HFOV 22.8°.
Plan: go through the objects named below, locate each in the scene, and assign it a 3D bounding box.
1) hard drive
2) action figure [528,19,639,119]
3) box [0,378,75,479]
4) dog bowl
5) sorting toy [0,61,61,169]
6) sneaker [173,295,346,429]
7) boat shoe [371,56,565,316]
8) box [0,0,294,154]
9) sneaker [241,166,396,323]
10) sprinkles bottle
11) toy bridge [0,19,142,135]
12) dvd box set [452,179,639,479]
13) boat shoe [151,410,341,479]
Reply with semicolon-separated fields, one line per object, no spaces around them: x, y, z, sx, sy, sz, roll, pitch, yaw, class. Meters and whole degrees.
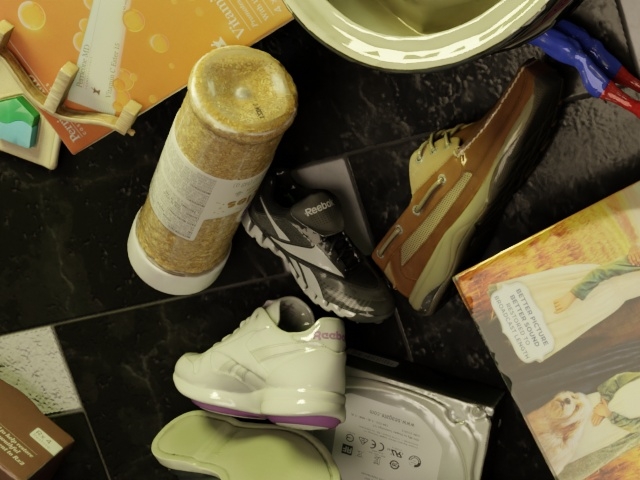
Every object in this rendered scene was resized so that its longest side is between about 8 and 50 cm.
0.083;0.310;1.942;0.237;0.064;0.339;16;115;18;hard drive
0.252;-0.248;1.656;0.280;0.091;0.139;28;123;11;action figure
-0.510;0.362;2.151;0.191;0.143;0.381;38;118;7;box
0.133;-0.365;1.574;0.408;0.150;0.408;0;91;33;dog bowl
-0.406;-0.204;1.986;0.208;0.038;0.193;22;116;15;sorting toy
-0.064;0.142;1.902;0.305;0.114;0.152;1;82;51;sneaker
0.150;-0.065;1.749;0.120;0.122;0.324;37;119;15;boat shoe
-0.187;-0.285;1.771;0.345;0.168;0.215;-28;106;29;box
0.000;0.000;1.822;0.234;0.078;0.106;42;138;26;sneaker
-0.128;-0.070;1.784;0.121;0.121;0.355;39;146;7;sprinkles bottle
-0.286;-0.167;1.752;0.188;0.026;0.063;32;125;-1;toy bridge
0.390;0.078;1.656;0.420;0.062;0.307;-28;85;19;dvd box set
-0.075;0.300;1.927;0.340;0.127;0.113;6;133;47;boat shoe
